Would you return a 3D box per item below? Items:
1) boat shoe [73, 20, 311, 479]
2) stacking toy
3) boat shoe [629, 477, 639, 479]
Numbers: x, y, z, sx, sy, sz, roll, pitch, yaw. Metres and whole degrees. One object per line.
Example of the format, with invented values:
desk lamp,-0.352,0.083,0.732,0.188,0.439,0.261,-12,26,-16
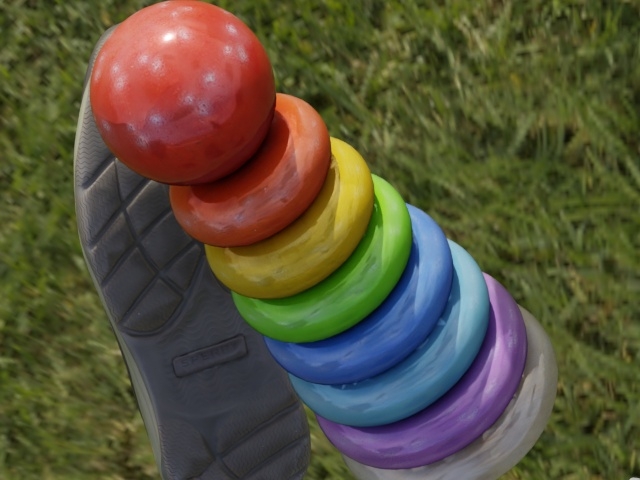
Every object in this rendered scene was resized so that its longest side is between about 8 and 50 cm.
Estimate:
boat shoe,-0.102,0.019,1.106,0.132,0.130,0.355,-14,111,-19
stacking toy,0.000,0.000,0.863,0.141,0.330,0.141,-21,42,20
boat shoe,0.120,0.122,0.636,0.035,0.100,0.035,27,103,7
